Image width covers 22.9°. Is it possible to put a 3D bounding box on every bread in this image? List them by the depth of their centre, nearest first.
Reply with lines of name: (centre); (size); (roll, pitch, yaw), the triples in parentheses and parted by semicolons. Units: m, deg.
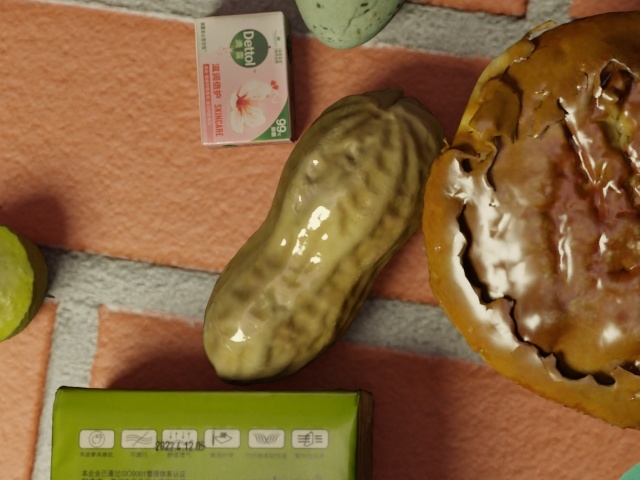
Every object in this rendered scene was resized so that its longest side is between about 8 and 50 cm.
bread: (0.272, -0.016, 1.378); (0.358, 0.204, 0.337); (27, 94, 3)
bread: (-0.322, 0.047, 1.496); (0.129, 0.114, 0.111); (-9, 88, 6)

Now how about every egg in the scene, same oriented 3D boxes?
egg: (0.033, -0.257, 1.454); (0.131, 0.131, 0.164); (4, 102, 7)

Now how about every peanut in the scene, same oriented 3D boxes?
peanut: (0.000, 0.000, 1.445); (0.149, 0.149, 0.313); (36, 96, 7)

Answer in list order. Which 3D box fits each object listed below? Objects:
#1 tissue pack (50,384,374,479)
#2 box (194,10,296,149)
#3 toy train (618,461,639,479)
tissue pack: (-0.093, 0.234, 1.434); (0.274, 0.167, 0.200); (-1, 82, 8)
box: (-0.071, -0.152, 1.506); (0.089, 0.043, 0.125); (-5, 88, 7)
toy train: (0.335, 0.229, 1.356); (0.159, 0.248, 0.101); (-32, 60, 15)
